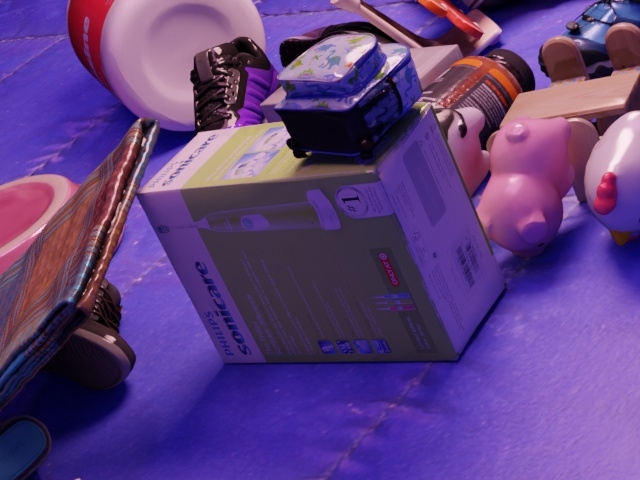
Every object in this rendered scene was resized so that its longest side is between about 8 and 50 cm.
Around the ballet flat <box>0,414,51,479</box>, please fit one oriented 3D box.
[{"bbox_3d":[-0.341,0.248,1.437,0.213,0.072,0.068,-42,2,-33],"label":"ballet flat"}]

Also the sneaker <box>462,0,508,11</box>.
[{"bbox_3d":[0.327,-0.378,1.988,0.321,0.127,0.126,-38,8,36],"label":"sneaker"}]

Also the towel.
[{"bbox_3d":[-0.290,0.063,1.500,0.370,0.040,0.271,-43,24,40],"label":"towel"}]

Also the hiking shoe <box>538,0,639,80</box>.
[{"bbox_3d":[0.366,-0.292,1.749,0.304,0.132,0.113,-32,26,-14],"label":"hiking shoe"}]

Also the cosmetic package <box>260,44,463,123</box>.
[{"bbox_3d":[0.059,-0.157,1.809,0.238,0.107,0.127,0,35,48],"label":"cosmetic package"}]

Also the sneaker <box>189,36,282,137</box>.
[{"bbox_3d":[-0.128,-0.170,1.947,0.102,0.146,0.293,-14,26,22],"label":"sneaker"}]

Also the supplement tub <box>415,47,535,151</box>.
[{"bbox_3d":[0.154,-0.132,1.662,0.106,0.106,0.198,5,38,47],"label":"supplement tub"}]

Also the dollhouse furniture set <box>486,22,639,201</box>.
[{"bbox_3d":[0.294,-0.166,1.533,0.242,0.161,0.212,-8,30,32],"label":"dollhouse furniture set"}]

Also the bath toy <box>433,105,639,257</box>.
[{"bbox_3d":[0.173,-0.048,1.445,0.348,0.151,0.129,2,24,33],"label":"bath toy"}]

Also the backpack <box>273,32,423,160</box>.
[{"bbox_3d":[0.027,-0.131,1.312,0.105,0.084,0.114,5,35,43],"label":"backpack"}]

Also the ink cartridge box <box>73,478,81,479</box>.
[{"bbox_3d":[-0.243,0.282,1.171,0.190,0.140,0.082,-18,24,14],"label":"ink cartridge box"}]

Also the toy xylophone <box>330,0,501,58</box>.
[{"bbox_3d":[0.087,-0.310,1.917,0.081,0.322,0.236,-56,29,13],"label":"toy xylophone"}]

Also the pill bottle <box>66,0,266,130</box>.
[{"bbox_3d":[-0.245,-0.312,2.237,0.229,0.229,0.407,-30,25,-10],"label":"pill bottle"}]

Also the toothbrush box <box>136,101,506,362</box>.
[{"bbox_3d":[0.000,0.000,1.424,0.283,0.206,0.122,-6,31,37],"label":"toothbrush box"}]

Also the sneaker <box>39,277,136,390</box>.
[{"bbox_3d":[-0.241,0.086,1.621,0.118,0.083,0.222,-40,27,-29],"label":"sneaker"}]

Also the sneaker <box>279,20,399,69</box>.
[{"bbox_3d":[0.065,-0.248,1.981,0.124,0.107,0.283,-28,25,-24],"label":"sneaker"}]

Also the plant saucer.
[{"bbox_3d":[-0.411,0.016,1.917,0.332,0.084,0.332,-21,25,10],"label":"plant saucer"}]
